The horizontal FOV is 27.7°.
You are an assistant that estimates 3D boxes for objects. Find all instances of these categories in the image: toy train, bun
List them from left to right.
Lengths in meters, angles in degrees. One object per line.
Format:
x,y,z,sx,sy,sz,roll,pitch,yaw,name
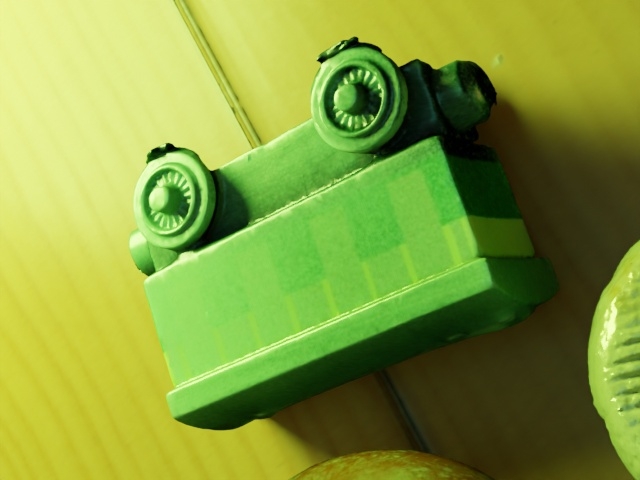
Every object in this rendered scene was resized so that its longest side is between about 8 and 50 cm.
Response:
0.000,0.000,0.879,0.301,0.120,0.202,-25,76,27,toy train
0.238,0.069,0.744,0.164,0.111,0.188,-13,71,17,bun

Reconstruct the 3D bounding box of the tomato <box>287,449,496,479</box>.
0.041,0.269,0.764,0.270,0.222,0.270,-25,30,16,tomato
